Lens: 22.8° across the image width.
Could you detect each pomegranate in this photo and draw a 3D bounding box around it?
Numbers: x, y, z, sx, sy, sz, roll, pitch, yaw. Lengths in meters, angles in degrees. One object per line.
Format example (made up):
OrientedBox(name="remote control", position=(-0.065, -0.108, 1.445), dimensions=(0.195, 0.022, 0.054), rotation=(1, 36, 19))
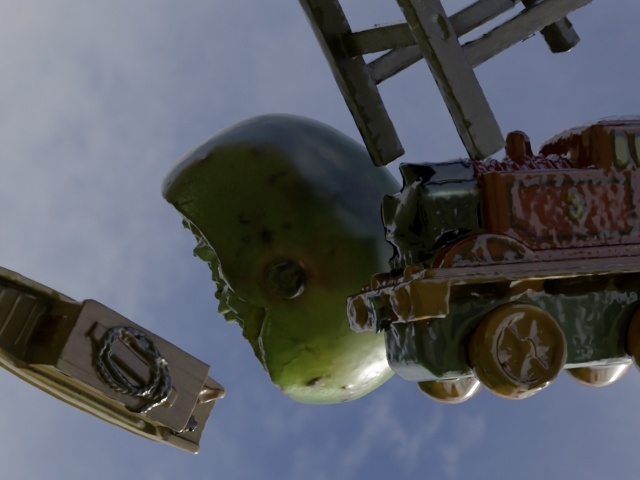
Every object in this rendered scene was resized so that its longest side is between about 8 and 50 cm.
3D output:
OrientedBox(name="pomegranate", position=(0.000, 0.000, 1.657), dimensions=(0.216, 0.358, 0.310), rotation=(-35, -87, 12))

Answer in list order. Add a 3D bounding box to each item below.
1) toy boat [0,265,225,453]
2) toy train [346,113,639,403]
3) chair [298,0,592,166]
OrientedBox(name="toy boat", position=(-0.137, 0.067, 0.933), dimensions=(0.077, 0.200, 0.057), rotation=(-3, -120, 55))
OrientedBox(name="toy train", position=(0.207, 0.015, 1.332), dimensions=(0.163, 0.369, 0.232), rotation=(157, -71, -69))
OrientedBox(name="chair", position=(0.082, -0.297, 1.273), dimensions=(0.416, 0.240, 0.203), rotation=(63, -20, -14))
